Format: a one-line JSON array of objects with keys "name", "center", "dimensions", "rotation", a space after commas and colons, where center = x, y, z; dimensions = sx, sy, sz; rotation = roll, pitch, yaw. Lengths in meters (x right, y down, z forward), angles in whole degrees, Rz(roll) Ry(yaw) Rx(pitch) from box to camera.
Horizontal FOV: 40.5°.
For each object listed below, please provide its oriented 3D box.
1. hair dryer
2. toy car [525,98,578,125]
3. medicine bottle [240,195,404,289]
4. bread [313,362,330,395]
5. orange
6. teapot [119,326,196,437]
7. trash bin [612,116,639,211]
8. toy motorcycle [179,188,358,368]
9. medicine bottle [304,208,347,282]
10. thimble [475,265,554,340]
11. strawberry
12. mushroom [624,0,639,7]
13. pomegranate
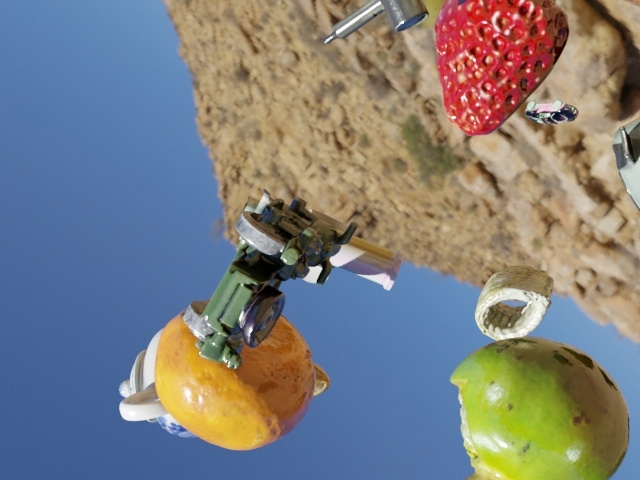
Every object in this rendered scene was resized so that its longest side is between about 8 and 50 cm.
[{"name": "hair dryer", "center": [0.084, -0.494, 1.794], "dimensions": [0.078, 0.248, 0.196], "rotation": [-19, -96, -53]}, {"name": "toy car", "center": [0.584, -0.320, 2.195], "dimensions": [0.069, 0.055, 0.142], "rotation": [25, 169, -36]}, {"name": "medicine bottle", "center": [0.000, 0.000, 2.241], "dimensions": [0.425, 0.108, 0.108], "rotation": [22, -162, -1]}, {"name": "bread", "center": [-0.020, 0.313, 2.019], "dimensions": [0.103, 0.062, 0.049], "rotation": [51, 164, 58]}, {"name": "orange", "center": [-0.149, 0.226, 1.492], "dimensions": [0.283, 0.226, 0.284], "rotation": [25, -158, -11]}, {"name": "teapot", "center": [-0.310, 0.305, 1.889], "dimensions": [0.424, 0.279, 0.253], "rotation": [-42, -60, -76]}, {"name": "trash bin", "center": [0.677, -0.158, 1.488], "dimensions": [0.277, 0.262, 0.217], "rotation": [24, -128, -35]}, {"name": "toy motorcycle", "center": [-0.065, 0.043, 1.083], "dimensions": [0.127, 0.205, 0.275], "rotation": [31, -169, 5]}, {"name": "medicine bottle", "center": [-0.006, 0.021, 2.466], "dimensions": [0.132, 0.088, 0.189], "rotation": [26, -130, -19]}, {"name": "thimble", "center": [0.457, 0.140, 2.021], "dimensions": [0.137, 0.190, 0.143], "rotation": [55, -147, -7]}, {"name": "strawberry", "center": [0.368, -0.409, 1.918], "dimensions": [0.295, 0.345, 0.317], "rotation": [21, -175, -43]}, {"name": "mushroom", "center": [0.509, -0.442, 1.158], "dimensions": [0.278, 0.297, 0.163], "rotation": [17, -143, -54]}, {"name": "pomegranate", "center": [0.256, 0.266, 1.108], "dimensions": [0.236, 0.302, 0.236], "rotation": [31, 159, 13]}]
